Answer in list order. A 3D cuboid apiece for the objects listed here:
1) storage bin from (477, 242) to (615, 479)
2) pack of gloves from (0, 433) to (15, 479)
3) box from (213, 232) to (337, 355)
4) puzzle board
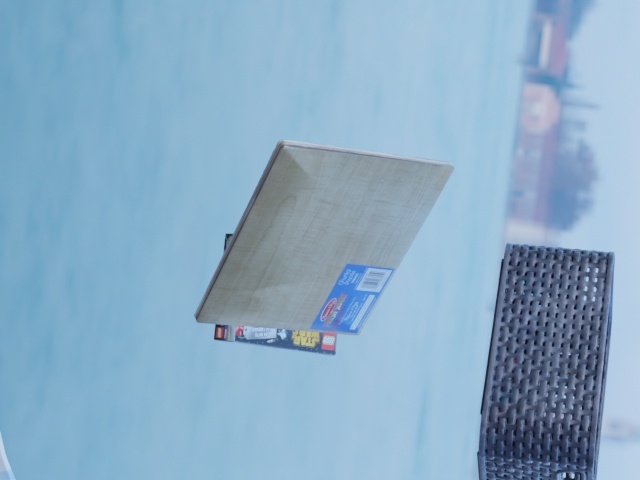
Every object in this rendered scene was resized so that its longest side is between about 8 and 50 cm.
[{"bbox_3d":[0.168,0.104,1.415,0.122,0.084,0.180,80,17,-55],"label":"storage bin"},{"bbox_3d":[-0.318,0.215,1.468,0.046,0.195,0.232,-87,162,-77],"label":"pack of gloves"},{"bbox_3d":[-0.034,0.049,1.676,0.137,0.027,0.094,13,81,-49],"label":"box"},{"bbox_3d":[0.000,0.000,0.980,0.128,0.096,0.011,-62,-146,38],"label":"puzzle board"}]
